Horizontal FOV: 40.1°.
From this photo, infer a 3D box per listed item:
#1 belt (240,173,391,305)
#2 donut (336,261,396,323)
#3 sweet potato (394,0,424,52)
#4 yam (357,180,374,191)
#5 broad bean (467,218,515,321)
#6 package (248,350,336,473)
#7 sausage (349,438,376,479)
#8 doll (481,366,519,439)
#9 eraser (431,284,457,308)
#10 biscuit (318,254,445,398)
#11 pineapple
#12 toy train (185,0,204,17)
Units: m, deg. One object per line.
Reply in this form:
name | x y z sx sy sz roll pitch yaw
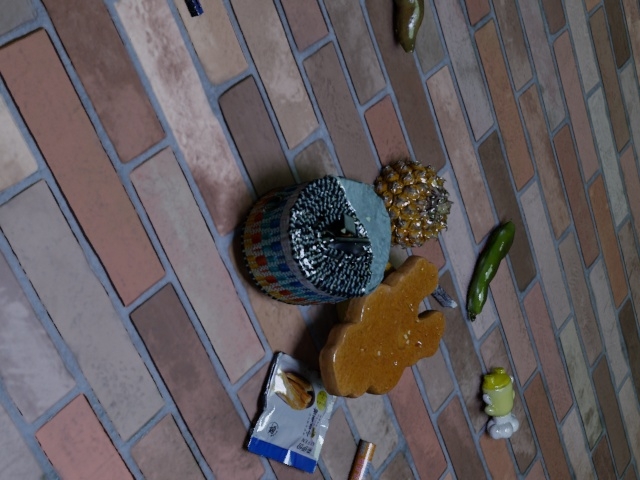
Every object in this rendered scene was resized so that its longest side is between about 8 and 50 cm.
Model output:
belt | 0.000 0.000 1.428 0.257 0.150 0.207 2 81 -48
donut | 0.085 0.105 1.588 0.152 0.058 0.152 -4 95 -47
sweet potato | 0.165 -0.484 1.629 0.067 0.067 0.273 -2 94 -47
yam | 0.071 -0.039 1.567 0.054 0.054 0.132 3 89 -47
broad bean | 0.366 0.054 1.893 0.065 0.046 0.254 50 60 -45
package | -0.041 0.294 1.489 0.171 0.027 0.173 33 66 -43
sausage | 0.074 0.423 1.619 0.031 0.031 0.107 36 68 -42
doll | 0.395 0.363 1.935 0.106 0.062 0.162 -24 110 -39
eraser | 0.245 0.112 1.782 0.099 0.027 0.019 45 60 -38
biscuit | 0.111 0.161 1.542 0.334 0.047 0.202 -32 116 -44
pineapple | 0.193 -0.067 1.633 0.161 0.137 0.176 -7 99 -46
toy train | -0.195 -0.369 1.285 0.017 0.017 0.083 -44 123 -38
